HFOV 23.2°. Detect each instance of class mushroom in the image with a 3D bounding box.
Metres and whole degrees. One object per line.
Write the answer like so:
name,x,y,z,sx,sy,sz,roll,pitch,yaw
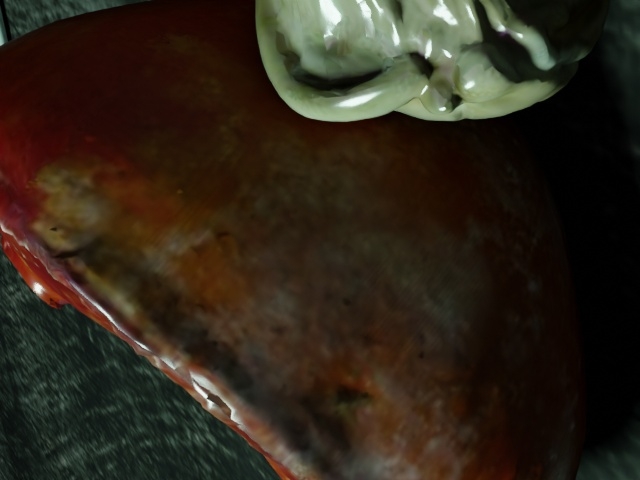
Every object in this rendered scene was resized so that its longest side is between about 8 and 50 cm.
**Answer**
mushroom,-0.036,-0.214,0.406,0.397,0.126,0.177,59,140,17

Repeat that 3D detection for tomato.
tomato,0.000,0.000,0.498,0.233,0.140,0.200,41,178,-22

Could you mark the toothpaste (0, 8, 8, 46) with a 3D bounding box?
toothpaste,-0.238,-0.192,1.060,0.052,0.033,0.218,-132,27,-54
